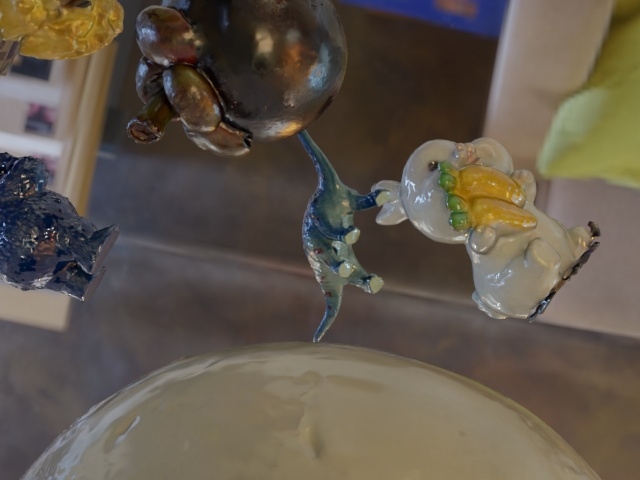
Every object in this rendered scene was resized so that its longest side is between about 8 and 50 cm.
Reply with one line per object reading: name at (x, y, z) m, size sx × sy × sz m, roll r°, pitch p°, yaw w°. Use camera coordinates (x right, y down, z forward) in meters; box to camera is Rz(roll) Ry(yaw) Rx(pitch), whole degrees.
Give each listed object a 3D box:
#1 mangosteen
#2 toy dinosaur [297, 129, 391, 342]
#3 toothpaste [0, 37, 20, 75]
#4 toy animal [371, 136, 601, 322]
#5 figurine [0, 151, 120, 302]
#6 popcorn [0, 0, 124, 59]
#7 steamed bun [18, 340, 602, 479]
mangosteen at (-0.097, -0.179, 1.483) m, size 0.211 × 0.250 × 0.211 m, roll 46°, pitch 161°, yaw 21°
toy dinosaur at (0.018, -0.004, 1.789) m, size 0.076 × 0.329 × 0.144 m, roll -22°, pitch -156°, yaw -35°
toothpaste at (-0.452, -0.249, 1.911) m, size 0.099 × 0.068 × 0.282 m, roll -27°, pitch -175°, yaw 19°
toy animal at (0.221, -0.032, 2.051) m, size 0.310 × 0.183 × 0.247 m, roll 39°, pitch 157°, yaw 10°
figurine at (-0.367, -0.019, 1.739) m, size 0.262 × 0.164 × 0.121 m, roll 19°, pitch -150°, yaw 16°
popcorn at (-0.332, -0.295, 1.851) m, size 0.167 × 0.148 × 0.152 m, roll -1°, pitch 154°, yaw -18°
steamed bun at (0.014, 0.212, 0.743) m, size 0.374 × 0.374 × 0.241 m, roll 5°, pitch -150°, yaw 28°
